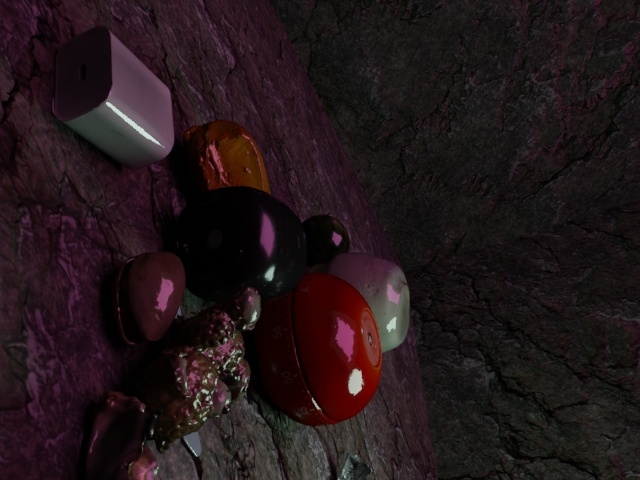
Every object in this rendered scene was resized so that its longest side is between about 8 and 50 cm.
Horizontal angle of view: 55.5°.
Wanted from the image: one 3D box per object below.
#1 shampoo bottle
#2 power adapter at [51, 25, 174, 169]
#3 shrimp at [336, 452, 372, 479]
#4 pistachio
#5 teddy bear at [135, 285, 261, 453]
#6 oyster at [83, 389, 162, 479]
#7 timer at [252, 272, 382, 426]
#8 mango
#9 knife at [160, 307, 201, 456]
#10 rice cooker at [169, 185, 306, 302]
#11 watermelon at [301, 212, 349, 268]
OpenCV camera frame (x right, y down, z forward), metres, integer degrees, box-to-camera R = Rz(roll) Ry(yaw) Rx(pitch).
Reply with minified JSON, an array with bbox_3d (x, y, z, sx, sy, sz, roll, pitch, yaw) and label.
[{"bbox_3d":[0.113,0.196,1.856,0.322,0.318,0.322,-5,90,-71],"label":"shampoo bottle"},{"bbox_3d":[-0.363,-0.246,1.148,0.255,0.124,0.187,43,33,-59],"label":"power adapter"},{"bbox_3d":[0.073,0.700,1.535,0.221,0.166,0.410,37,5,-3],"label":"shrimp"},{"bbox_3d":[-0.288,0.091,1.026,0.124,0.125,0.184,53,32,-49],"label":"pistachio"},{"bbox_3d":[-0.205,0.218,1.015,0.256,0.156,0.267,-71,175,-60],"label":"teddy bear"},{"bbox_3d":[-0.259,0.343,0.800,0.197,0.133,0.337,75,0,-50],"label":"oyster"},{"bbox_3d":[0.000,0.269,1.532,0.378,0.279,0.377,-16,90,-74],"label":"timer"},{"bbox_3d":[-0.201,-0.120,1.462,0.199,0.201,0.350,-56,138,-42],"label":"mango"},{"bbox_3d":[-0.267,0.232,1.105,0.080,0.044,0.331,11,65,-73],"label":"knife"},{"bbox_3d":[-0.173,0.015,1.283,0.224,0.267,0.267,15,57,-62],"label":"rice cooker"},{"bbox_3d":[0.000,0.000,2.019,0.188,0.188,0.214,56,5,-44],"label":"watermelon"}]
